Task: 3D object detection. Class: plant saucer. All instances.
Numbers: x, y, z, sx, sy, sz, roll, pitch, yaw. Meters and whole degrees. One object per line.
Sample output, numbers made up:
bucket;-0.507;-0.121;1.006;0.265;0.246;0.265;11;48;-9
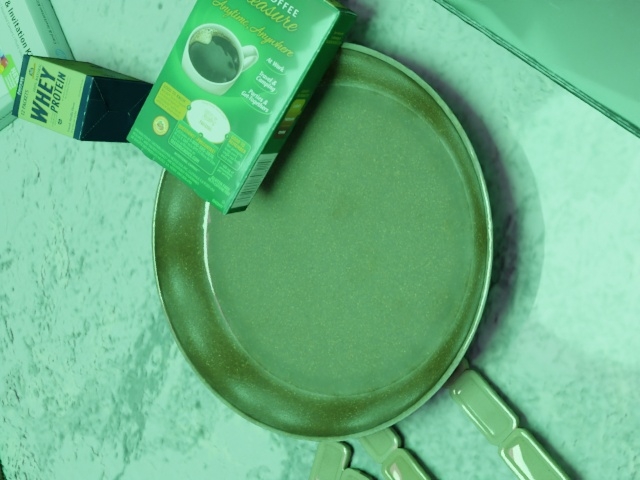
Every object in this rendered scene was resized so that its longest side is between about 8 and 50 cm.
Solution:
plant saucer;0.000;0.000;0.875;0.311;0.050;0.310;1;92;32

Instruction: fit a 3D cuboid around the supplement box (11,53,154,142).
supplement box;-0.208;-0.124;0.972;0.083;0.083;0.056;21;103;28

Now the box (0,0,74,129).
box;-0.331;-0.180;1.066;0.186;0.038;0.145;-29;80;27

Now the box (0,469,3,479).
box;-0.431;0.297;1.083;0.203;0.168;0.167;-19;84;29

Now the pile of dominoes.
pile of dominoes;0.106;0.211;0.858;0.196;0.040;0.251;-51;62;23

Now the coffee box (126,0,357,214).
coffee box;-0.063;-0.125;0.855;0.113;0.040;0.184;36;110;19

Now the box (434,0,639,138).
box;0.171;-0.190;0.618;0.343;0.312;0.179;39;111;21
